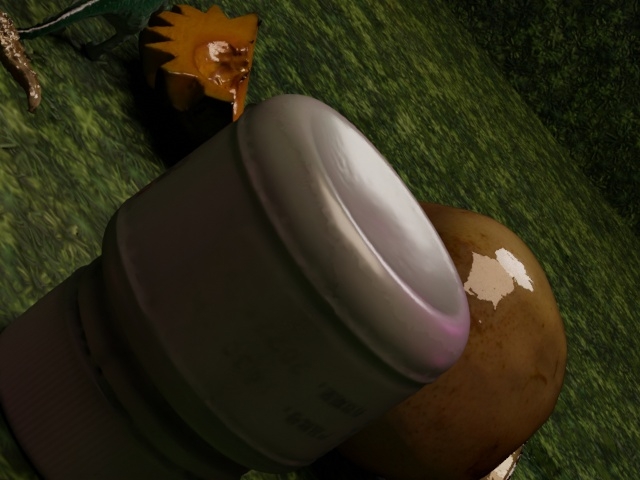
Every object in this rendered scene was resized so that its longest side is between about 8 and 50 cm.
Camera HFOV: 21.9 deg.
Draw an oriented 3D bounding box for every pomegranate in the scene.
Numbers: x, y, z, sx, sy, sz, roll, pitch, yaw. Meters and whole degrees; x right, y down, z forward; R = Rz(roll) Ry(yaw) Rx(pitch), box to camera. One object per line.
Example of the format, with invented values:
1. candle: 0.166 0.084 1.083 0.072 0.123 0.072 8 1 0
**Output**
1. pomegranate: 0.095 0.090 1.650 0.319 0.319 0.319 48 18 -21

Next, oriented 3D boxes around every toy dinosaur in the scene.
1. toy dinosaur: -0.245 -0.223 1.706 0.076 0.129 0.383 48 43 2

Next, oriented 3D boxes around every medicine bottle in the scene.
1. medicine bottle: -0.068 0.063 1.236 0.241 0.302 0.241 48 17 -20

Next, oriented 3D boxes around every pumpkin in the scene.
1. pumpkin: -0.146 -0.160 1.851 0.130 0.149 0.254 9 31 -2

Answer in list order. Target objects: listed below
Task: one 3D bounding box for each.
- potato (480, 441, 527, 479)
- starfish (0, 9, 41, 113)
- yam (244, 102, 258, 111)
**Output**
1. potato: 0.155 0.225 1.854 0.100 0.120 0.261 46 17 -6
2. starfish: -0.381 -0.248 1.372 0.293 0.084 0.301 33 23 -41
3. yam: -0.027 -0.122 2.124 0.274 0.061 0.061 21 37 -59
